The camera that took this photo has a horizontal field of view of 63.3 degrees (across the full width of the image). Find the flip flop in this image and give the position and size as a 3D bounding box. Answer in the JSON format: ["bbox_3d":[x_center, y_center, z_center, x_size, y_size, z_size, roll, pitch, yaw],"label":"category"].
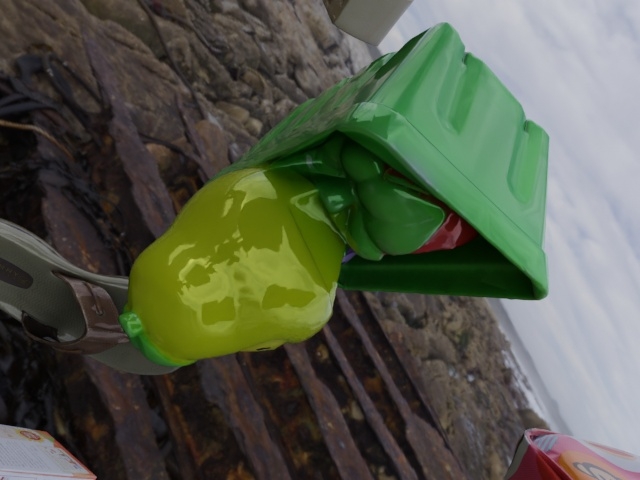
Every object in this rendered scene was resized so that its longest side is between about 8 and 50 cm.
[{"bbox_3d":[-0.264,0.071,0.544,0.277,0.112,0.080,34,12,-19],"label":"flip flop"}]

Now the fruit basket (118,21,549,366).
[{"bbox_3d":[0.000,0.000,0.531,0.283,0.392,0.392,37,21,-23],"label":"fruit basket"}]

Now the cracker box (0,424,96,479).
[{"bbox_3d":[-0.454,0.311,0.715,0.155,0.067,0.232,17,-17,35],"label":"cracker box"}]

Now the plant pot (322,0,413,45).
[{"bbox_3d":[0.063,-0.388,0.817,0.096,0.109,0.109,-8,71,-33],"label":"plant pot"}]

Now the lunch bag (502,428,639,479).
[{"bbox_3d":[0.253,0.226,0.316,0.293,0.120,0.258,21,10,-7],"label":"lunch bag"}]
